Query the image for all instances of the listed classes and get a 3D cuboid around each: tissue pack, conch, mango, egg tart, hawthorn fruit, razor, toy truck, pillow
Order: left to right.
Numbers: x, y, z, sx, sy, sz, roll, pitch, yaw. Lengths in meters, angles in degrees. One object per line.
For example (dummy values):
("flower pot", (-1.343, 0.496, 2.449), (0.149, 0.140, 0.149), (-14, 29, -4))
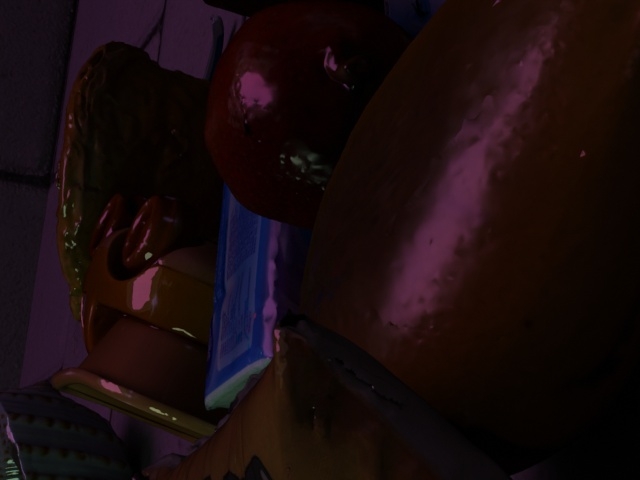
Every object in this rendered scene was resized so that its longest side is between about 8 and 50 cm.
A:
("conch", (-0.350, 0.336, 1.945), (0.319, 0.215, 0.303), (69, 153, 14))
("egg tart", (-0.182, -0.054, 1.634), (0.351, 0.153, 0.340), (43, -126, -67))
("toy truck", (-0.128, 0.078, 1.398), (0.288, 0.204, 0.212), (-1, 65, 68))
("razor", (-0.159, -0.215, 1.951), (0.068, 0.037, 0.191), (-98, 28, -54))
("tissue pack", (0.000, 0.000, 1.189), (0.198, 0.146, 0.264), (138, 138, -65))
("hawthorn fruit", (0.007, -0.091, 1.008), (0.188, 0.169, 0.169), (147, 132, -62))
("pillow", (0.046, 0.195, 0.787), (0.119, 0.312, 0.310), (-47, 0, -33))
("mango", (0.106, -0.028, 0.836), (0.253, 0.182, 0.365), (-107, 33, -57))

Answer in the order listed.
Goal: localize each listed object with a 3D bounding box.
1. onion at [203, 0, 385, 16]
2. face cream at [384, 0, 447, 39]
("onion", (-0.037, -0.297, 1.283), (0.281, 0.281, 0.221), (-50, 14, 55))
("face cream", (0.089, -0.267, 1.031), (0.163, 0.080, 0.337), (-152, 54, -65))
